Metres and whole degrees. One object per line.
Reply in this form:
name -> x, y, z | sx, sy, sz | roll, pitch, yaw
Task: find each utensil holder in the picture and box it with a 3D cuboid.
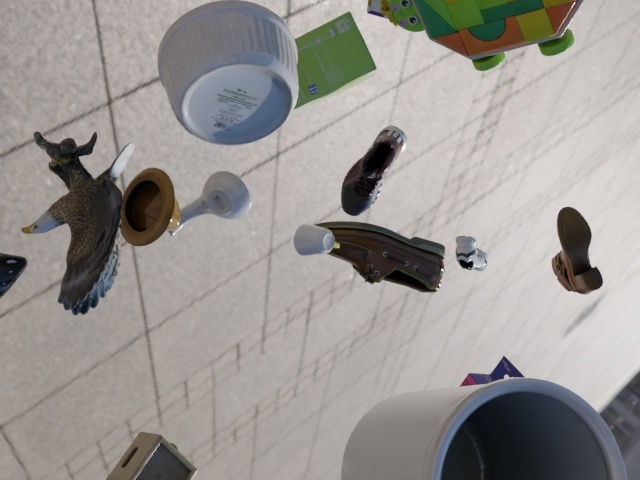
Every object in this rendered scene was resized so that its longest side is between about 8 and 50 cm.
utensil holder -> 0.238, 0.391, 1.326 | 0.327, 0.328, 0.385 | -37, -177, -22

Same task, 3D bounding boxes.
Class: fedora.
fedora -> -0.373, -0.069, 1.840 | 0.079, 0.194, 0.194 | 21, 111, -48

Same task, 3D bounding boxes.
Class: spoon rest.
spoon rest -> -0.298, -0.095, 2.175 | 0.276, 0.137, 0.084 | -22, -165, 30

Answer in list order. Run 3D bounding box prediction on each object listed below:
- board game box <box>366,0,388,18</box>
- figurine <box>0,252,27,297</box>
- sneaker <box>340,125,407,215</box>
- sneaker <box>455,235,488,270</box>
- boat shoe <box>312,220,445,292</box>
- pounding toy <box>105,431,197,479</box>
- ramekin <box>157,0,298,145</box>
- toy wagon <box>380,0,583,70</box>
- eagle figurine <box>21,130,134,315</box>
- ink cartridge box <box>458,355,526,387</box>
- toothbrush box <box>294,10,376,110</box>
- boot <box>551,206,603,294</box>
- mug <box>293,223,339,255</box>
board game box -> 0.215, -0.517, 1.559 | 0.275, 0.142, 0.144 | -43, 148, -51
figurine -> -0.459, 0.090, 0.926 | 0.215, 0.092, 0.209 | -44, 167, 12
sneaker -> 0.117, -0.168, 2.142 | 0.281, 0.106, 0.162 | -61, 175, 26
sneaker -> 0.231, 0.030, 1.269 | 0.109, 0.040, 0.044 | 38, 57, -55
boat shoe -> 0.121, 0.037, 1.687 | 0.111, 0.307, 0.105 | 141, -42, -67
pounding toy -> -0.303, 0.424, 1.505 | 0.130, 0.100, 0.141 | 52, 53, -26
ramekin -> -0.127, -0.232, 1.183 | 0.207, 0.109, 0.207 | -10, 146, -7
toy wagon -> 0.241, -0.394, 1.300 | 0.267, 0.344, 0.068 | 58, 42, -30
eagle figurine -> -0.426, -0.029, 1.474 | 0.225, 0.298, 0.226 | -27, 173, 28
ink cartridge box -> 0.353, 0.450, 1.970 | 0.371, 0.069, 0.176 | -54, -161, 7
toothbrush box -> -0.041, -0.315, 1.577 | 0.283, 0.122, 0.206 | -24, -174, 6
boot -> 0.548, 0.028, 1.811 | 0.073, 0.197, 0.152 | -15, 176, -5
mug -> -0.002, -0.002, 1.551 | 0.078, 0.064, 0.062 | -28, 113, -41
